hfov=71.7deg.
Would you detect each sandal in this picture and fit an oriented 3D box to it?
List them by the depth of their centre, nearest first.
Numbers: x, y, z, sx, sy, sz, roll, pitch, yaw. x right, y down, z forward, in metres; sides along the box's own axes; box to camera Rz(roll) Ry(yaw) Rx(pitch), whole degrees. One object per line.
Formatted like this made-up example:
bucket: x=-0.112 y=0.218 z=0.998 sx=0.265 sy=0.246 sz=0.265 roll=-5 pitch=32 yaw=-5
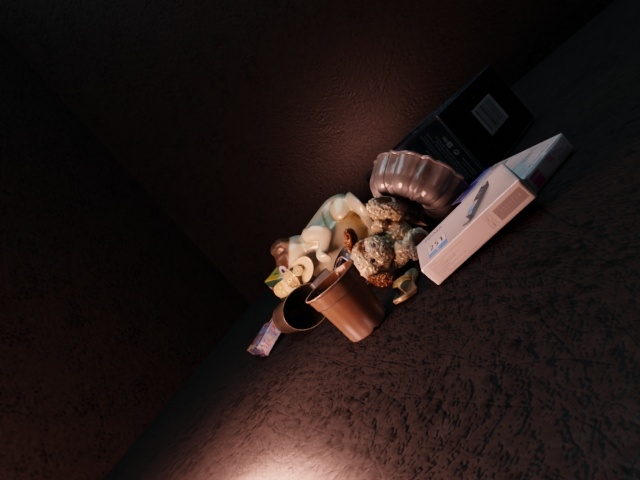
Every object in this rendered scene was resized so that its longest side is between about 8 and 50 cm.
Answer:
sandal: x=0.220 y=0.113 z=1.172 sx=0.072 sy=0.049 sz=0.180 roll=-39 pitch=5 yaw=28
sandal: x=-0.112 y=0.154 z=1.638 sx=0.240 sy=0.088 sz=0.079 roll=-46 pitch=-1 yaw=38

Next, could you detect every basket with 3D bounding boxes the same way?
basket: x=-0.090 y=0.274 z=1.696 sx=0.204 sy=0.154 sz=0.227 roll=-36 pitch=-3 yaw=-30

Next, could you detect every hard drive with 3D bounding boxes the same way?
hard drive: x=0.034 y=0.178 z=1.586 sx=0.094 sy=0.135 sz=0.022 roll=-45 pitch=6 yaw=-37

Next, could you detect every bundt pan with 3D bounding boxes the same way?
bundt pan: x=0.310 y=-0.155 z=1.459 sx=0.124 sy=0.330 sz=0.331 roll=-67 pitch=11 yaw=-13

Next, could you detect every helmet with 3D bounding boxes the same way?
helmet: x=0.130 y=0.082 z=1.532 sx=0.162 sy=0.169 sz=0.169 roll=-58 pitch=-4 yaw=29

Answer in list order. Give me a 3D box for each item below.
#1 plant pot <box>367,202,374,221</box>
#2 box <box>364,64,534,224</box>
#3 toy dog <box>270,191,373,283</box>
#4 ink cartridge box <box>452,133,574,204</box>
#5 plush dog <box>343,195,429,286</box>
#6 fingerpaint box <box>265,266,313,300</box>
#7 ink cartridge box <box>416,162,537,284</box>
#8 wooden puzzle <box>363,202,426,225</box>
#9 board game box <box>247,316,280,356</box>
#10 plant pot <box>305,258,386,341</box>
plant pot: x=0.353 y=-0.170 z=2.046 sx=0.234 sy=0.166 sz=0.165 roll=-37 pitch=1 yaw=-33
box: x=0.513 y=-0.374 z=1.800 sx=0.480 sy=0.297 sz=0.471 roll=-45 pitch=3 yaw=-34
toy dog: x=0.000 y=0.000 z=1.753 sx=0.407 sy=0.285 sz=0.395 roll=-39 pitch=47 yaw=-2
ink cartridge box: x=0.519 y=-0.169 z=1.230 sx=0.186 sy=0.065 sz=0.311 roll=-44 pitch=8 yaw=-18
plush dog: x=0.196 y=0.025 z=1.395 sx=0.225 sy=0.262 sz=0.211 roll=-33 pitch=-30 yaw=-8
fingerpaint box: x=-0.005 y=0.078 z=2.149 sx=0.371 sy=0.163 sz=0.445 roll=-19 pitch=27 yaw=52
ink cartridge box: x=0.363 y=-0.062 z=1.101 sx=0.296 sy=0.066 sz=0.261 roll=-48 pitch=10 yaw=22
wooden puzzle: x=0.276 y=-0.108 z=1.704 sx=0.221 sy=0.238 sz=0.044 roll=-128 pitch=52 yaw=-86
board game box: x=-0.222 y=0.402 z=1.908 sx=0.194 sy=0.060 sz=0.194 roll=-56 pitch=8 yaw=-25
plant pot: x=0.075 y=0.166 z=1.169 sx=0.167 sy=0.165 sz=0.167 roll=-41 pitch=5 yaw=4
